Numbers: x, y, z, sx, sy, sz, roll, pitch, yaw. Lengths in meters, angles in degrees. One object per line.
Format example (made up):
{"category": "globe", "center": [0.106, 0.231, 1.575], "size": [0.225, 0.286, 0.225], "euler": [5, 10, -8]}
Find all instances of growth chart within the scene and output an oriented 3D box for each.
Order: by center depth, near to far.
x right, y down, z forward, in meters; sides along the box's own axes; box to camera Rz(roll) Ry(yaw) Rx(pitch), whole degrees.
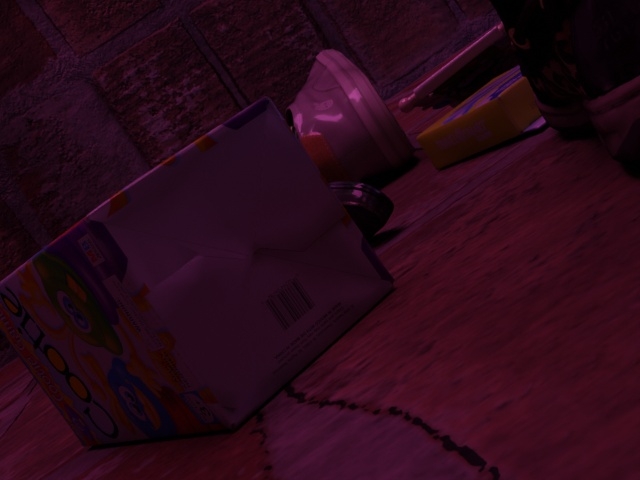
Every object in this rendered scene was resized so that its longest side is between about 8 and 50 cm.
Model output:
{"category": "growth chart", "center": [0.188, -0.196, 1.112], "size": [0.172, 0.021, 0.237], "euler": [-40, -12, 31]}

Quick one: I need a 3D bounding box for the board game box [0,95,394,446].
{"category": "board game box", "center": [-0.106, 0.036, 0.674], "size": [0.144, 0.142, 0.275], "euler": [-39, 8, -32]}

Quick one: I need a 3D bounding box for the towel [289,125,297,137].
{"category": "towel", "center": [-0.063, -0.043, 1.095], "size": [0.113, 0.152, 0.023], "euler": [-30, -36, 32]}

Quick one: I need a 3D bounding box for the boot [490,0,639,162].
{"category": "boot", "center": [0.132, -0.206, 0.604], "size": [0.138, 0.284, 0.377], "euler": [-32, 8, 16]}

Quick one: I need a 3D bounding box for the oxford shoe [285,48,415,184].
{"category": "oxford shoe", "center": [0.019, -0.146, 1.284], "size": [0.130, 0.169, 0.449], "euler": [-35, 12, 6]}

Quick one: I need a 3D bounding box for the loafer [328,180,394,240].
{"category": "loafer", "center": [0.000, 0.000, 0.826], "size": [0.170, 0.062, 0.061], "euler": [-30, 29, 56]}

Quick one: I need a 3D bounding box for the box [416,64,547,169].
{"category": "box", "center": [0.168, -0.121, 0.876], "size": [0.109, 0.042, 0.178], "euler": [-37, 7, -20]}

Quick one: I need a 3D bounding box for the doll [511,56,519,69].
{"category": "doll", "center": [0.244, -0.196, 1.012], "size": [0.129, 0.046, 0.189], "euler": [-46, 3, -13]}
